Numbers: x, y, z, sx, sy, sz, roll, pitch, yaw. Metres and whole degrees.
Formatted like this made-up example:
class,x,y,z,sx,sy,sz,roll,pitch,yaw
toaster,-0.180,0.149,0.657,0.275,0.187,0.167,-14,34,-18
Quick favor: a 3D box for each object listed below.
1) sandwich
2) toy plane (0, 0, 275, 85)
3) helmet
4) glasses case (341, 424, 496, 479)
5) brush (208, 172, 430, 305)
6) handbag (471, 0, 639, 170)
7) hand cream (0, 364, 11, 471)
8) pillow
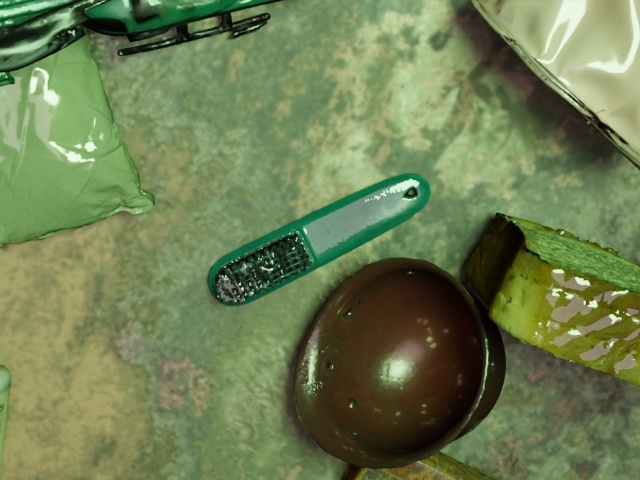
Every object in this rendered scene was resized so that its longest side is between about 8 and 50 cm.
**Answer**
class,x,y,z,sx,sy,sz,roll,pitch,yaw
sandwich,0.206,0.047,0.955,0.186,0.215,0.065,20,99,-6
toy plane,-0.131,-0.179,0.899,0.381,0.155,0.106,-16,100,-18
helmet,0.074,0.101,1.009,0.175,0.106,0.155,-40,62,21
glasses case,0.125,0.230,1.066,0.218,0.049,0.075,28,103,-8
brush,0.000,0.000,1.027,0.193,0.032,0.043,-26,100,3
handbag,0.209,-0.151,0.944,0.205,0.179,0.116,43,102,-8
hand cream,-0.275,0.164,1.041,0.061,0.039,0.143,11,108,-12
pillow,-0.299,-0.107,0.967,0.280,0.076,0.274,-18,102,0
